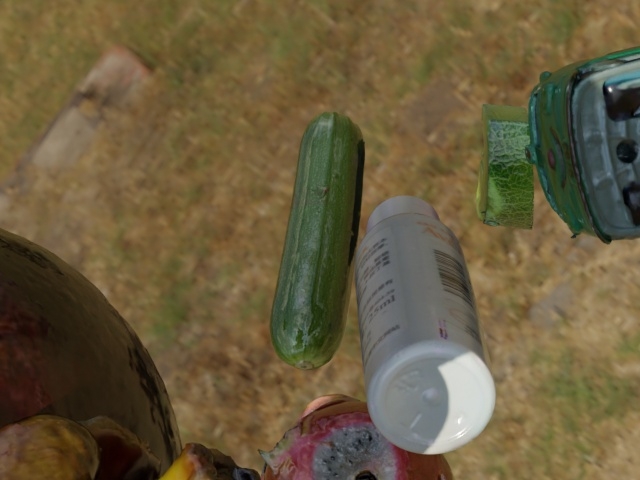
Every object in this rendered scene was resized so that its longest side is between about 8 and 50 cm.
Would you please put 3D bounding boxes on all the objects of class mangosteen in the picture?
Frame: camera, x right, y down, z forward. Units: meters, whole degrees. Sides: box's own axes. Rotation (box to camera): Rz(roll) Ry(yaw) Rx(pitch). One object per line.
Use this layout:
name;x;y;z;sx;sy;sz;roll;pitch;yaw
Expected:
mangosteen;-0.186;0.136;0.758;0.293;0.297;0.297;24;80;5

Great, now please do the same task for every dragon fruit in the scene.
dragon fruit;0.032;0.268;1.637;0.224;0.227;0.224;-5;58;7

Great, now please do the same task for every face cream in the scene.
face cream;0.064;0.042;1.097;0.082;0.082;0.269;-40;19;16

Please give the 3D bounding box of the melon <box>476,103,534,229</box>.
melon;0.207;-0.077;1.829;0.064;0.209;0.118;-1;52;5

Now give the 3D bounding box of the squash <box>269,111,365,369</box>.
squash;0.000;0.000;1.333;0.066;0.066;0.229;-14;57;37

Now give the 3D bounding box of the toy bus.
toy bus;0.375;-0.118;1.639;0.199;0.343;0.183;-162;60;-75
